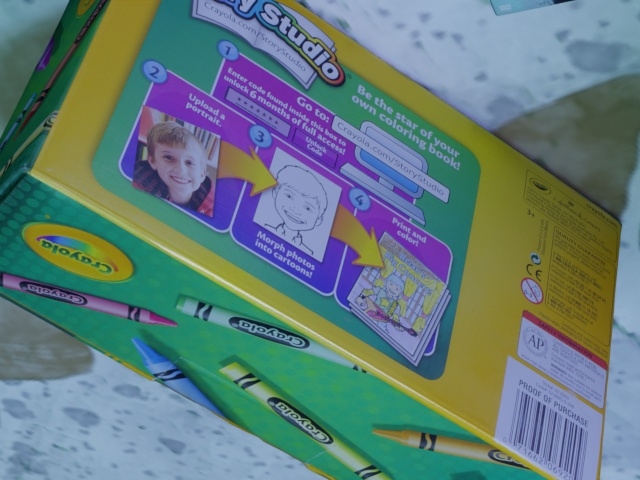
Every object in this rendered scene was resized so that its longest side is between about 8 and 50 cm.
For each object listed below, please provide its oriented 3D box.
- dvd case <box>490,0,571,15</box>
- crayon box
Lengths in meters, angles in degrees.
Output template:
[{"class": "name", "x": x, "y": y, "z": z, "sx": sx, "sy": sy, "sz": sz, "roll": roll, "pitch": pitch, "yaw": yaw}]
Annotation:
[{"class": "dvd case", "x": 0.090, "y": -0.143, "z": 0.577, "sx": 0.087, "sy": 0.013, "sz": 0.119, "roll": -8, "pitch": 134, "yaw": 24}, {"class": "crayon box", "x": 0.000, "y": 0.000, "z": 0.648, "sx": 0.278, "sy": 0.165, "sz": 0.081, "roll": 32, "pitch": 136, "yaw": -18}]
